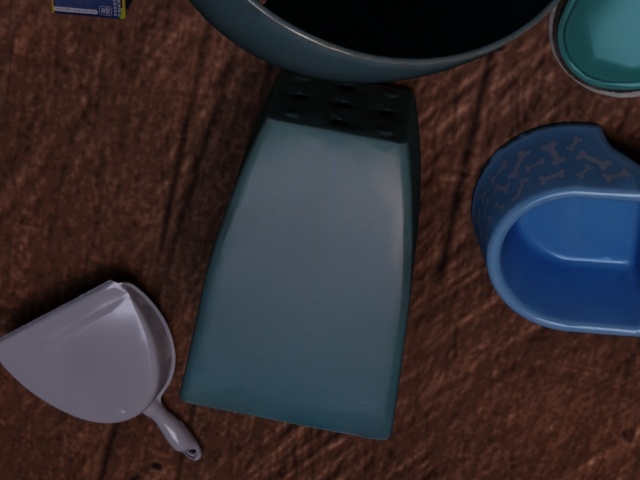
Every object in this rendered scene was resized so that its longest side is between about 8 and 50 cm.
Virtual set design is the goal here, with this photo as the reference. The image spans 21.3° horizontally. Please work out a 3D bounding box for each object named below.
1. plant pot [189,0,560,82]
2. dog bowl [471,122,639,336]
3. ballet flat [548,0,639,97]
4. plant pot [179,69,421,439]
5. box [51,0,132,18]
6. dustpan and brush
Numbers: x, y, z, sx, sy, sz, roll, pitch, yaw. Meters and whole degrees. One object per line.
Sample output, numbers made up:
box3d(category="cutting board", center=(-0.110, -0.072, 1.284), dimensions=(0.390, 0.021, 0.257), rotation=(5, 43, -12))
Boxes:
box3d(category="plant pot", center=(0.009, -0.225, 1.099), dimensions=(0.290, 0.290, 0.195), rotation=(28, 161, -12))
box3d(category="dog bowl", center=(0.264, 0.002, 1.317), dimensions=(0.297, 0.074, 0.166), rotation=(4, 126, 5))
box3d(category="ballet flat", center=(0.316, -0.241, 1.096), dimensions=(0.139, 0.139, 0.400), rotation=(37, 123, -17))
box3d(category="plant pot", center=(0.000, 0.000, 1.306), dimensions=(0.166, 0.165, 0.234), rotation=(11, 118, 1))
box3d(category="box", center=(-0.165, -0.245, 1.216), dimensions=(0.059, 0.054, 0.169), rotation=(5, 127, 5))
box3d(category="dustpan and brush", center=(-0.170, 0.129, 1.494), dimensions=(0.147, 0.060, 0.211), rotation=(-27, 111, 20))
